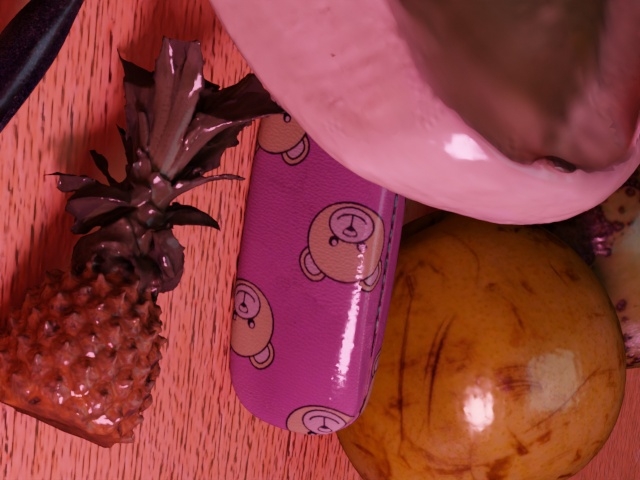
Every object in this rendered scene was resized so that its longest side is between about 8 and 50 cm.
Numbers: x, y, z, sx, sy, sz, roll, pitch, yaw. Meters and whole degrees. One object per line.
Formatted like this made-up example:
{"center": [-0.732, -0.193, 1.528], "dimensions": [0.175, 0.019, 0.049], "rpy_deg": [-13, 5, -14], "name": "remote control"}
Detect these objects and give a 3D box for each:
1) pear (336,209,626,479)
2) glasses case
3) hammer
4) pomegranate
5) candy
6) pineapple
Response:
{"center": [0.128, 0.105, 1.630], "dimensions": [0.283, 0.284, 0.283], "rpy_deg": [-38, 135, -51], "name": "pear"}
{"center": [0.000, 0.000, 1.474], "dimensions": [0.076, 0.123, 0.316], "rpy_deg": [-14, 115, -62], "name": "glasses case"}
{"center": [-0.140, -0.184, 1.154], "dimensions": [0.037, 0.137, 0.290], "rpy_deg": [37, 81, -22], "name": "hammer"}
{"center": [0.227, 0.029, 1.830], "dimensions": [0.340, 0.285, 0.285], "rpy_deg": [-45, 153, 7], "name": "pomegranate"}
{"center": [0.089, -0.194, 1.342], "dimensions": [0.186, 0.386, 0.427], "rpy_deg": [-44, 180, 41], "name": "candy"}
{"center": [-0.120, -0.001, 1.242], "dimensions": [0.119, 0.130, 0.277], "rpy_deg": [64, 44, -70], "name": "pineapple"}
